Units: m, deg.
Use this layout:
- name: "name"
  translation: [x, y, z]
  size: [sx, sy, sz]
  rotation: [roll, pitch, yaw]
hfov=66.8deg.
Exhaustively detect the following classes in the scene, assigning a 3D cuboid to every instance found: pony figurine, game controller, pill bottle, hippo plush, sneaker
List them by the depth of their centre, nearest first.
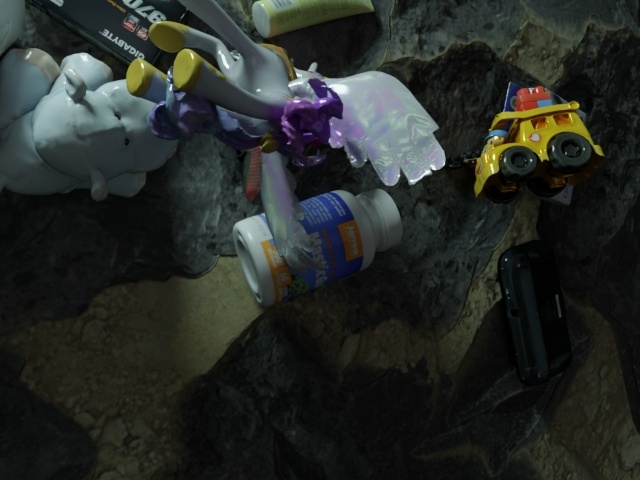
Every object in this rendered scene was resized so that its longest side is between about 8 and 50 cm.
- name: "hippo plush"
  translation: [-0.324, -0.161, 0.634]
  size: [0.294, 0.237, 0.234]
  rotation: [-21, 101, -43]
- name: "pony figurine"
  translation: [-0.053, -0.168, 0.642]
  size: [0.364, 0.303, 0.350]
  rotation: [12, 50, -48]
- name: "sneaker"
  translation: [-0.124, -0.197, 0.825]
  size: [0.135, 0.098, 0.275]
  rotation: [3, 88, -21]
- name: "pill bottle"
  translation: [0.000, 0.000, 0.847]
  size: [0.272, 0.152, 0.152]
  rotation: [-20, 98, -18]
- name: "game controller"
  translation: [0.485, 0.162, 1.092]
  size: [0.167, 0.067, 0.318]
  rotation: [-17, 98, -34]

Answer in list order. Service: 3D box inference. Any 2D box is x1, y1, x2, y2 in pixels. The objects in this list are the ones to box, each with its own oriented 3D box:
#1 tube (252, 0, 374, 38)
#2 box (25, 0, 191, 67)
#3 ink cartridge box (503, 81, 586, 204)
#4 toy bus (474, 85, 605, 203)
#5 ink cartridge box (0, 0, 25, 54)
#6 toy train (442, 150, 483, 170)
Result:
- name: "tube"
  translation: [-0.008, -0.432, 0.888]
  size: [0.240, 0.062, 0.070]
  rotation: [-30, 145, -22]
- name: "box"
  translation: [-0.327, -0.394, 0.767]
  size: [0.220, 0.051, 0.175]
  rotation: [32, 81, -18]
- name: "ink cartridge box"
  translation: [0.485, -0.210, 1.066]
  size: [0.224, 0.045, 0.223]
  rotation: [14, 86, -28]
- name: "toy bus"
  translation: [0.404, -0.197, 0.961]
  size: [0.221, 0.149, 0.211]
  rotation: [-10, 74, 2]
- name: "ink cartridge box"
  translation: [-0.542, -0.322, 0.592]
  size: [0.273, 0.198, 0.114]
  rotation: [11, 130, -17]
- name: "toy train"
  translation: [0.324, -0.171, 1.032]
  size: [0.159, 0.027, 0.036]
  rotation: [-11, 97, -20]
